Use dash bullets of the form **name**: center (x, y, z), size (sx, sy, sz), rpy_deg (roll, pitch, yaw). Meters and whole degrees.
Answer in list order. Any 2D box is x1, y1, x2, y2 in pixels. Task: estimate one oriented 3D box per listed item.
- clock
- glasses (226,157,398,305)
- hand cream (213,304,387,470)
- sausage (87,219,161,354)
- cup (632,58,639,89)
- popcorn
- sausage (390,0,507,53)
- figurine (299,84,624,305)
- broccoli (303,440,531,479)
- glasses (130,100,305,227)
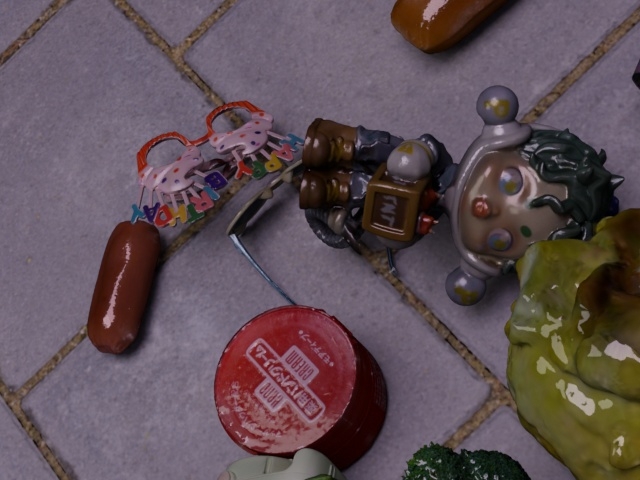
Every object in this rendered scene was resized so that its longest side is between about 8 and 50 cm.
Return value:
- **clock**: center (-0.057, 0.310, 1.672), size (0.191, 0.151, 0.062), rpy_deg (-10, 48, 25)
- **glasses**: center (-0.009, -0.009, 1.829), size (0.189, 0.088, 0.220), rpy_deg (-38, 58, 3)
- **hand cream**: center (-0.022, 0.185, 1.725), size (0.193, 0.125, 0.193), rpy_deg (-11, 63, 21)
- **sausage**: center (-0.267, 0.061, 1.925), size (0.077, 0.077, 0.194), rpy_deg (2, 67, 25)
- **cup**: center (0.496, -0.290, 1.684), size (0.203, 0.203, 0.288), rpy_deg (27, 86, 32)
- **popcorn**: center (0.344, 0.137, 1.499), size (0.312, 0.312, 0.312), rpy_deg (-10, 64, 20)
- **sausage**: center (0.215, -0.357, 1.880), size (0.274, 0.105, 0.105), rpy_deg (-41, 57, 2)
- **figurine**: center (0.166, -0.061, 1.679), size (0.381, 0.261, 0.186), rpy_deg (10, 32, 7)
- **broccoli**: center (0.118, 0.338, 1.510), size (0.297, 0.297, 0.298), rpy_deg (20, 77, 39)
- **glasses**: center (-0.145, -0.087, 1.921), size (0.255, 0.095, 0.162), rpy_deg (-30, 43, -6)
